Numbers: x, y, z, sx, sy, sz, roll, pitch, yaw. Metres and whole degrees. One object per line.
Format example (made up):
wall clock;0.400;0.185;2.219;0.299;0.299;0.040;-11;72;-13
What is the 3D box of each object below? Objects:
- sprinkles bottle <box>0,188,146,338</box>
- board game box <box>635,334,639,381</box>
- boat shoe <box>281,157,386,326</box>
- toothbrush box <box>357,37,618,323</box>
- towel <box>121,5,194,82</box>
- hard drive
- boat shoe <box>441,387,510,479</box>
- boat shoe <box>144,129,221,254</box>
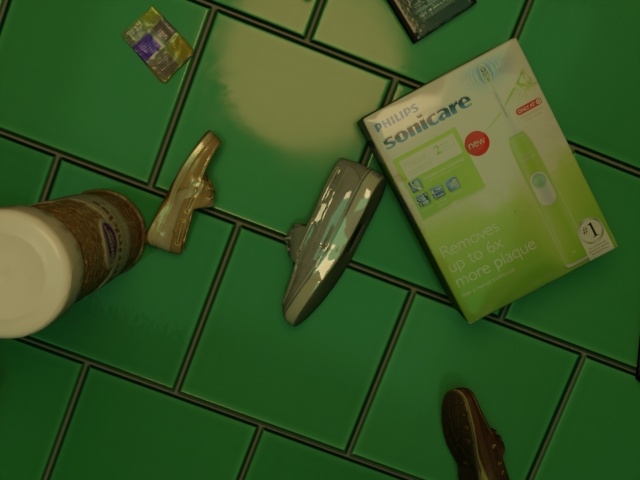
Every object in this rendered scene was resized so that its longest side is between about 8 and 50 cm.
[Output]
sprinkles bottle;-0.287;0.011;0.918;0.121;0.355;0.121;0;97;-1
board game box;0.496;0.102;1.109;0.126;0.026;0.186;2;97;-1
boat shoe;0.000;-0.001;1.071;0.081;0.079;0.227;31;98;17
toothbrush box;0.202;-0.073;1.036;0.206;0.122;0.283;-27;95;2
towel;-0.207;-0.251;1.061;0.060;0.009;0.083;-40;96;5
hard drive;0.123;-0.333;1.050;0.094;0.022;0.135;-32;97;3
boat shoe;0.212;0.276;1.114;0.060;0.064;0.178;-22;100;-29
boat shoe;-0.163;-0.059;1.064;0.059;0.063;0.170;29;105;-7
